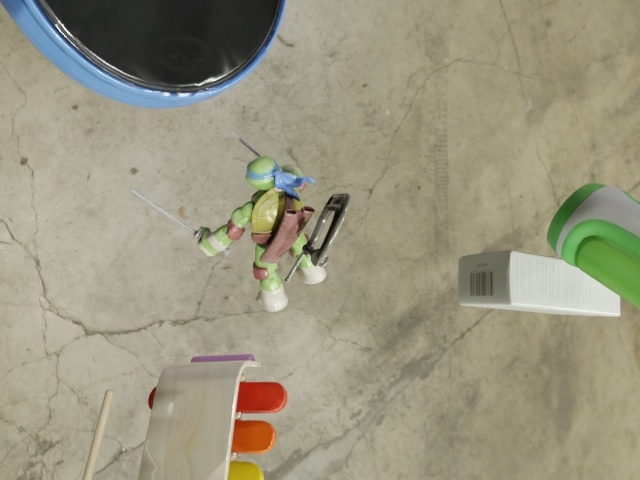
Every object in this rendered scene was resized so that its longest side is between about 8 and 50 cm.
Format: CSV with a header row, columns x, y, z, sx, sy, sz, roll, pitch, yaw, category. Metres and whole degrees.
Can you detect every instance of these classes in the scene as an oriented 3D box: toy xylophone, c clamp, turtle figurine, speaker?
x,y,z,sx,sy,sz,roll,pitch,yaw,category
-0.181,0.288,0.609,0.081,0.236,0.323,65,32,-55,toy xylophone
0.000,0.000,0.627,0.022,0.160,0.137,27,84,-9,c clamp
-0.104,-0.034,0.807,0.198,0.274,0.266,-63,146,-47,turtle figurine
0.443,0.043,0.605,0.131,0.296,0.131,-21,134,-23,speaker

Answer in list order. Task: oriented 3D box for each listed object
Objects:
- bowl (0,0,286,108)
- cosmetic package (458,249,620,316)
x,y,z,sx,sy,sz,roll,pitch,yaw,category
-0.207,-0.369,0.615,0.391,0.077,0.391,-15,114,-37,bowl
0.347,0.072,0.768,0.231,0.117,0.086,7,81,-24,cosmetic package
